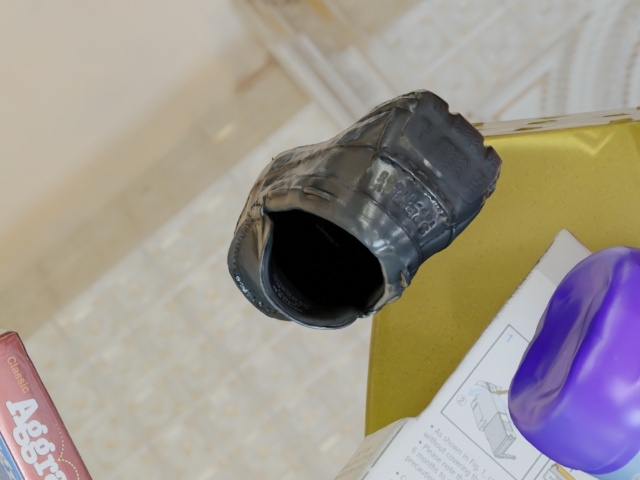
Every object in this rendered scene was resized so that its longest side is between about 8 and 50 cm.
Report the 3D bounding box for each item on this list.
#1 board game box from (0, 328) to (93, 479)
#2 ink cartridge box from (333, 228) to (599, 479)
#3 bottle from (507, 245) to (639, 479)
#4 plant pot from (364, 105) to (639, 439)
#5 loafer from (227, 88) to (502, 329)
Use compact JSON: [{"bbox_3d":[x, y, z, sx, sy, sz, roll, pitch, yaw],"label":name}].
[{"bbox_3d":[-0.094,0.162,0.817,0.281,0.027,0.145,65,159,-12],"label":"board game box"},{"bbox_3d":[0.139,0.188,0.932,0.296,0.261,0.066,42,155,-5],"label":"ink cartridge box"},{"bbox_3d":[0.219,0.100,0.793,0.283,0.092,0.118,27,174,-7],"label":"bottle"},{"bbox_3d":[0.142,0.021,1.167,0.212,0.212,0.187,-27,-69,-71],"label":"plant pot"},{"bbox_3d":[0.000,0.000,0.828,0.076,0.078,0.223,44,157,-6],"label":"loafer"}]
